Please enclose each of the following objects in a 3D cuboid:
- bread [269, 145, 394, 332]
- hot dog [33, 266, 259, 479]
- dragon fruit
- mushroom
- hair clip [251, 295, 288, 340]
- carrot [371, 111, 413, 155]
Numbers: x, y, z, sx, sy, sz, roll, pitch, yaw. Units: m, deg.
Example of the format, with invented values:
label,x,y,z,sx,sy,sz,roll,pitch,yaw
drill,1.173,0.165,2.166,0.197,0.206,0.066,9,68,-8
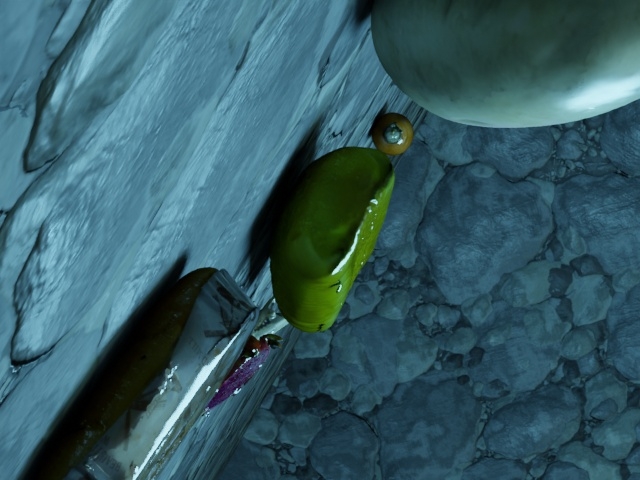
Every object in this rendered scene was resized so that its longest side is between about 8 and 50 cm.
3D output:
label,x,y,z,sx,sy,sz,roll,pitch,yaw
bread,0.000,0.000,1.523,0.166,0.112,0.383,-61,176,-13
hot dog,-0.135,0.127,1.015,0.268,0.075,0.144,-53,168,-38
dragon fruit,-0.115,0.139,1.483,0.126,0.068,0.112,-48,168,11
mushroom,0.213,-0.230,1.205,0.315,0.315,0.356,-58,-176,-27
hair clip,-0.103,0.129,1.682,0.214,0.056,0.062,-42,152,-48
carrot,0.119,-0.175,2.188,0.069,0.069,0.336,-60,179,5
